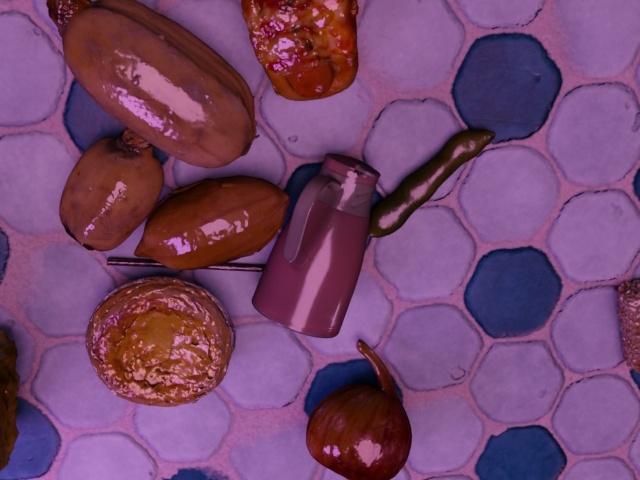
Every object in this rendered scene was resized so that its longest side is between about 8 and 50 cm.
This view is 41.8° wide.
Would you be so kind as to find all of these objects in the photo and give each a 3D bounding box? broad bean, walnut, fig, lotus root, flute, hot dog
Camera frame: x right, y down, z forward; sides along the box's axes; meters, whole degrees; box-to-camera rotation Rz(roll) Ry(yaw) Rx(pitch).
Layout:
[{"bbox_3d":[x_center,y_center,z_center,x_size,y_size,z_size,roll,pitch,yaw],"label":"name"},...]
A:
[{"bbox_3d":[0.166,-0.094,1.306,0.256,0.052,0.053,-41,151,6],"label":"broad bean"},{"bbox_3d":[-0.163,-0.025,1.244,0.245,0.137,0.137,-15,111,-1],"label":"walnut"},{"bbox_3d":[0.083,0.296,1.391,0.175,0.175,0.207,33,84,-17],"label":"fig"},{"bbox_3d":[-0.236,-0.226,1.143,0.342,0.169,0.151,34,119,-15],"label":"lotus root"},{"bbox_3d":[-0.202,0.040,1.329,0.269,0.014,0.014,3,110,-8],"label":"flute"},{"bbox_3d":[-0.028,-0.308,1.144,0.150,0.153,0.257,-18,111,0],"label":"hot dog"},{"bbox_3d":[-0.299,-0.082,1.222,0.125,0.118,0.221,27,104,-31],"label":"lotus root"}]

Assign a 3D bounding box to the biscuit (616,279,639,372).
[{"bbox_3d":[0.555,0.147,1.429,0.082,0.070,0.168,-12,114,7],"label":"biscuit"}]

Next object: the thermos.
[{"bbox_3d":[0.000,0.000,1.262,0.146,0.176,0.265,26,104,24],"label":"thermos"}]

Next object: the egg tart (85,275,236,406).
[{"bbox_3d":[-0.251,0.155,1.325,0.234,0.094,0.234,-2,114,-6],"label":"egg tart"}]

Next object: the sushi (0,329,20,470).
[{"bbox_3d":[-0.634,0.275,1.170,0.351,0.396,0.240,13,112,-5],"label":"sushi"}]
